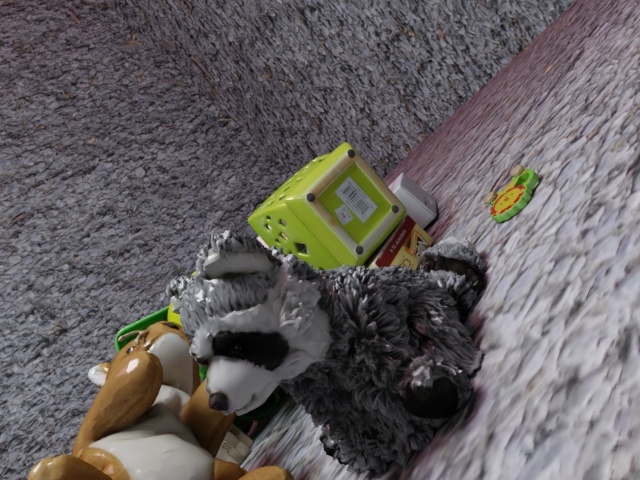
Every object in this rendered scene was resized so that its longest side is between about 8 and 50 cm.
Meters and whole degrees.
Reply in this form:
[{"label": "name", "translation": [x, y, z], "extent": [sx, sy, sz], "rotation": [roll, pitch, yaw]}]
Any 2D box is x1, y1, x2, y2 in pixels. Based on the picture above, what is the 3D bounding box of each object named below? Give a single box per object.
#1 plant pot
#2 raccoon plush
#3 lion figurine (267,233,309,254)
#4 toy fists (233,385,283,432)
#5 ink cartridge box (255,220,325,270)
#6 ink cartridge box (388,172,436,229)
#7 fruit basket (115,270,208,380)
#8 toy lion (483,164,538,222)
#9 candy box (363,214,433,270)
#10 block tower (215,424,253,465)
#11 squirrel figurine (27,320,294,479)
[{"label": "plant pot", "translation": [0.025, -0.052, 1.068], "extent": [0.227, 0.228, 0.207], "rotation": [-46, 9, -27]}, {"label": "raccoon plush", "translation": [0.018, 0.061, 0.651], "extent": [0.216, 0.299, 0.446], "rotation": [-46, 4, 29]}, {"label": "lion figurine", "translation": [-0.083, 0.028, 1.361], "extent": [0.392, 0.142, 0.240], "rotation": [-37, 26, 21]}, {"label": "toy fists", "translation": [-0.184, 0.384, 1.201], "extent": [0.279, 0.096, 0.142], "rotation": [-46, 16, 11]}, {"label": "ink cartridge box", "translation": [0.000, 0.000, 1.584], "extent": [0.395, 0.166, 0.285], "rotation": [-46, -35, 8]}, {"label": "ink cartridge box", "translation": [0.155, -0.023, 1.351], "extent": [0.289, 0.121, 0.211], "rotation": [-47, 3, 19]}, {"label": "fruit basket", "translation": [-0.190, 0.190, 1.024], "extent": [0.392, 0.282, 0.392], "rotation": [-26, 3, 1]}, {"label": "toy lion", "translation": [0.310, -0.073, 0.837], "extent": [0.100, 0.034, 0.096], "rotation": [-47, 11, 8]}, {"label": "candy box", "translation": [0.088, 0.096, 1.134], "extent": [0.316, 0.087, 0.183], "rotation": [-43, 5, 45]}, {"label": "block tower", "translation": [-0.273, 0.499, 1.004], "extent": [0.335, 0.097, 0.091], "rotation": [-50, 4, -24]}, {"label": "squirrel figurine", "translation": [-0.252, 0.318, 0.734], "extent": [0.370, 0.281, 0.396], "rotation": [50, 128, 57]}]
